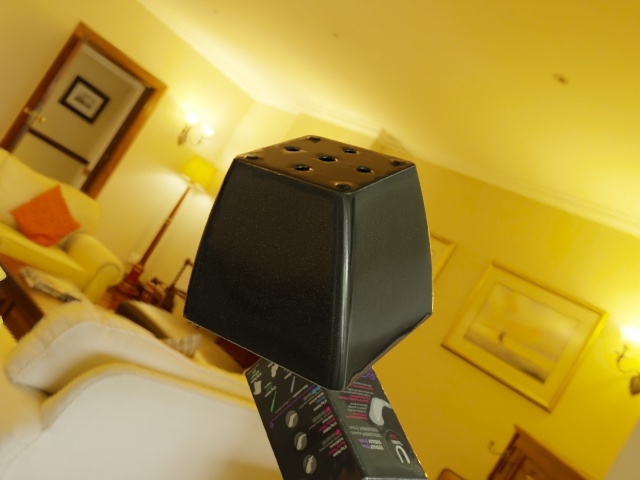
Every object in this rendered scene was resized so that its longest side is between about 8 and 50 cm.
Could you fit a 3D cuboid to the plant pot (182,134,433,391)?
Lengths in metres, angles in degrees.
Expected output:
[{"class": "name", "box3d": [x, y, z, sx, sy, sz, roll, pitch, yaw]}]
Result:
[{"class": "plant pot", "box3d": [0.000, 0.000, 0.644, 0.187, 0.167, 0.188, 21, 27, 29]}]

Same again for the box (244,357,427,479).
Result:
[{"class": "box", "box3d": [0.018, 0.287, 1.057, 0.165, 0.143, 0.270, 23, 31, -45]}]

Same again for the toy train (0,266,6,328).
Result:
[{"class": "toy train", "box3d": [-0.413, 0.081, 0.741, 0.125, 0.166, 0.046, 9, 1, -37]}]
